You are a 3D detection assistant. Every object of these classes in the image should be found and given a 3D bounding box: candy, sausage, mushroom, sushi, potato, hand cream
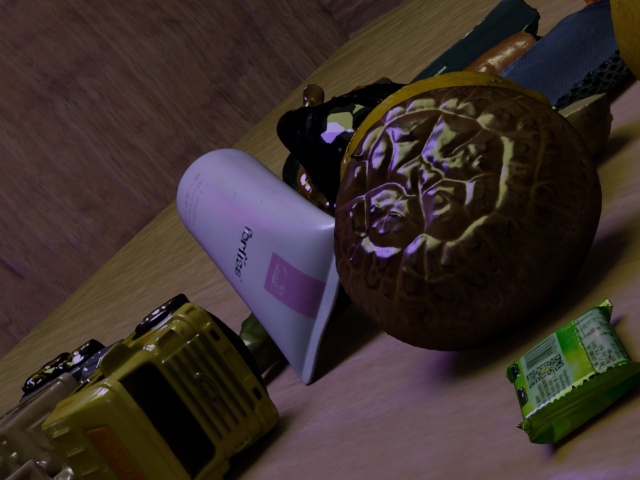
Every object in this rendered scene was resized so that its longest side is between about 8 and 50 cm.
[{"bbox_3d":[0.186,0.096,1.230,0.102,0.032,0.178,-34,9,8],"label":"candy"},{"bbox_3d":[0.193,-0.167,2.181,0.270,0.109,0.109,-40,10,-14],"label":"sausage"},{"bbox_3d":[0.123,-0.021,1.472,0.253,0.153,0.253,-14,62,27],"label":"mushroom"},{"bbox_3d":[0.061,-0.085,1.881,0.213,0.200,0.204,-4,26,-6],"label":"sushi"},{"bbox_3d":[0.269,-0.111,1.752,0.096,0.066,0.103,-31,6,-20],"label":"potato"},{"bbox_3d":[-0.061,0.005,1.883,0.359,0.118,0.185,45,122,58],"label":"hand cream"}]

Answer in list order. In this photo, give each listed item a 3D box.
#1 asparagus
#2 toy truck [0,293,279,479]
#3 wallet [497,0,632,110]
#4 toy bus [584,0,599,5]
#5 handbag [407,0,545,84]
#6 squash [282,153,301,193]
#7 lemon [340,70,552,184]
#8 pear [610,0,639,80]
[{"bbox_3d":[-0.004,0.055,1.970,0.085,0.082,0.343,25,58,38],"label":"asparagus"},{"bbox_3d":[-0.237,0.216,1.774,0.405,0.180,0.254,-27,13,50],"label":"toy truck"},{"bbox_3d":[0.284,-0.183,2.022,0.342,0.075,0.237,-40,16,-19],"label":"wallet"},{"bbox_3d":[0.429,-0.364,2.309,0.074,0.069,0.162,-27,17,47],"label":"toy bus"},{"bbox_3d":[0.233,-0.242,2.412,0.238,0.089,0.326,-37,11,9],"label":"handbag"},{"bbox_3d":[0.037,-0.108,2.331,0.193,0.155,0.193,-18,-4,-1],"label":"squash"},{"bbox_3d":[0.128,-0.064,1.671,0.260,0.204,0.204,-36,9,-13],"label":"lemon"},{"bbox_3d":[0.385,-0.189,1.244,0.285,0.336,0.285,-33,-39,-32],"label":"pear"}]
